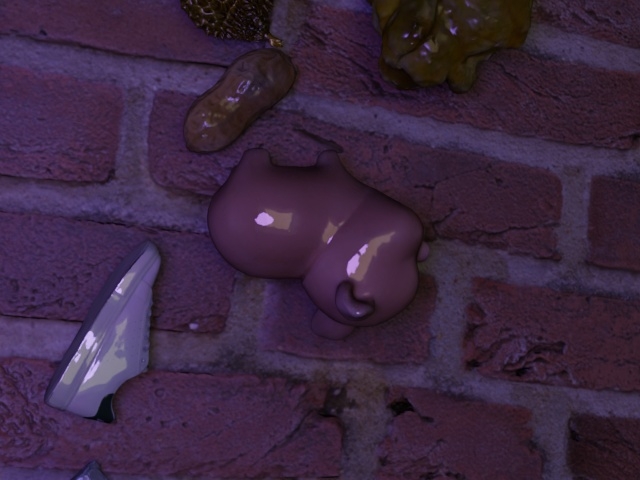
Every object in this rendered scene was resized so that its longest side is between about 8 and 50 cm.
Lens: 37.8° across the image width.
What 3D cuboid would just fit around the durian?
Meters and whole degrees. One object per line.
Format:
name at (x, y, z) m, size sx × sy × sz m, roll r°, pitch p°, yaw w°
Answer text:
durian at (-0.129, -0.364, 1.395) m, size 0.146 × 0.102 × 0.208 m, roll -46°, pitch 104°, yaw -21°

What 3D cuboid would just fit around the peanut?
peanut at (-0.124, -0.212, 1.394) m, size 0.214 × 0.099 × 0.099 m, roll -43°, pitch 99°, yaw -10°

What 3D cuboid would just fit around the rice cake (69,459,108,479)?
rice cake at (-0.400, 0.396, 1.287) m, size 0.245 × 0.042 × 0.045 m, roll -37°, pitch 102°, yaw -17°

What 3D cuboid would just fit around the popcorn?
popcorn at (0.197, -0.355, 1.430) m, size 0.225 × 0.276 × 0.276 m, roll 8°, pitch 82°, yaw -58°

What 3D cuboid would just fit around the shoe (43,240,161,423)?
shoe at (-0.279, 0.134, 1.322) m, size 0.110 × 0.095 × 0.265 m, roll 35°, pitch 82°, yaw -18°

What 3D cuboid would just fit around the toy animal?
toy animal at (0.000, 0.000, 1.359) m, size 0.326 × 0.237 × 0.269 m, roll 0°, pitch 77°, yaw -13°
